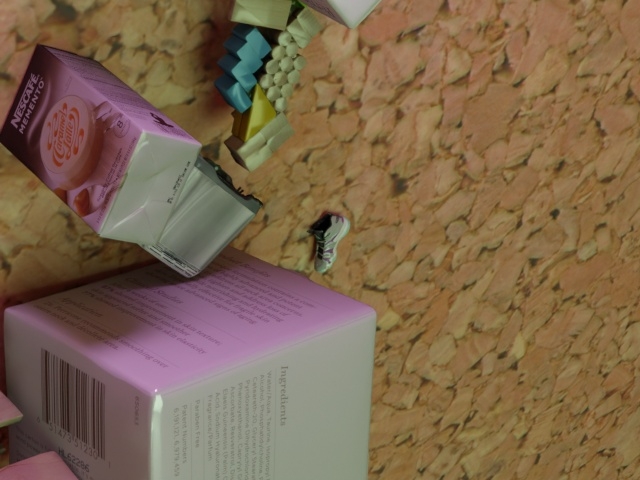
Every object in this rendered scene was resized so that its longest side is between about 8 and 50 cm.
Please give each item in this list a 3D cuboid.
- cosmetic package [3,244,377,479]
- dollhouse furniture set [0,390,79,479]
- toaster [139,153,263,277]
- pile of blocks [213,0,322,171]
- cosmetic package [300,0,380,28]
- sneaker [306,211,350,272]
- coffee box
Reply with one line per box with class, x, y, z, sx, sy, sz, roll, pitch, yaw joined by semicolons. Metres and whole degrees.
cosmetic package;-0.175;0.236;2.025;0.394;0.329;0.327;-17;118;-41
dollhouse furniture set;-0.458;0.458;1.873;0.256;0.394;0.362;-15;141;-54
toaster;-0.189;-0.049;2.020;0.146;0.129;0.227;-48;144;2
pile of blocks;-0.085;-0.280;1.965;0.149;0.112;0.362;8;106;-35
cosmetic package;-0.087;-0.463;1.652;0.161;0.230;0.453;-48;130;-4
sneaker;0.000;0.000;2.321;0.069;0.038;0.098;19;96;-49
coffee box;-0.270;-0.117;1.784;0.098;0.246;0.141;10;111;-47
